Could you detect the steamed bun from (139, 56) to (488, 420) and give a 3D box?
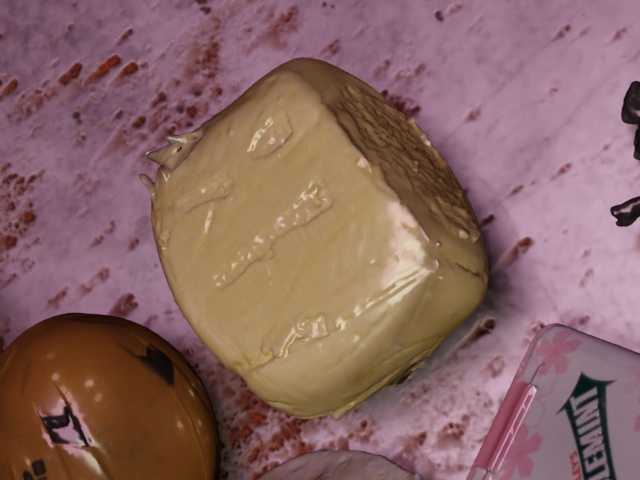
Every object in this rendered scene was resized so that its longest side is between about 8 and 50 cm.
[{"bbox_3d":[0.000,0.000,1.562,0.232,0.166,0.273,-46,64,18],"label":"steamed bun"}]

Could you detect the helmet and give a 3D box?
[{"bbox_3d":[-0.163,0.161,1.555,0.198,0.130,0.224,-33,96,-26],"label":"helmet"}]

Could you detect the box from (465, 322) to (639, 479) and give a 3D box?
[{"bbox_3d":[0.263,0.193,1.367,0.369,0.112,0.190,23,87,54],"label":"box"}]

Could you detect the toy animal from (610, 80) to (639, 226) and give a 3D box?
[{"bbox_3d":[0.323,-0.041,1.504,0.232,0.084,0.148,29,89,24],"label":"toy animal"}]

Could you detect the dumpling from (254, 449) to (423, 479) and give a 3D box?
[{"bbox_3d":[-0.010,0.279,1.525,0.293,0.204,0.163,-11,106,40],"label":"dumpling"}]
